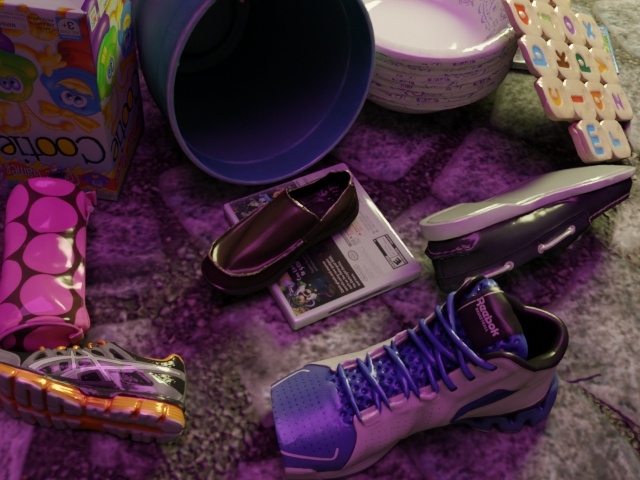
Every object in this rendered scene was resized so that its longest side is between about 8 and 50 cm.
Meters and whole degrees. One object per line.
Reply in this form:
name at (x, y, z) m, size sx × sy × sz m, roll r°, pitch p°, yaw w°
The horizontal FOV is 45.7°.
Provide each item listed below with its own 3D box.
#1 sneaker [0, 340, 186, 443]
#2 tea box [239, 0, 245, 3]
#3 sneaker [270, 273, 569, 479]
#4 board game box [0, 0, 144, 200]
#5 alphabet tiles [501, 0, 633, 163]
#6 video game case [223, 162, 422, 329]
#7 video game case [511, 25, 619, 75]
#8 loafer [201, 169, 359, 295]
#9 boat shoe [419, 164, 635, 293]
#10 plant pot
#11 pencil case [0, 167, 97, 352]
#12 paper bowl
sneaker at (-0.234, 0.138, 0.751) m, size 0.214 × 0.084 × 0.083 m, roll 15°, pitch 51°, yaw -7°
tea box at (-0.044, -0.551, 1.148) m, size 0.328 × 0.324 × 0.220 m, roll -12°, pitch 54°, yaw -14°
sneaker at (0.105, 0.116, 0.734) m, size 0.315 × 0.182 × 0.127 m, roll -10°, pitch 52°, yaw -13°
board game box at (-0.299, -0.194, 0.874) m, size 0.144 × 0.275 × 0.142 m, roll 7°, pitch 52°, yaw 0°
alphabet tiles at (0.337, -0.237, 1.027) m, size 0.278 × 0.021 × 0.284 m, roll -11°, pitch 79°, yaw -48°
video game case at (0.000, 0.000, 0.916) m, size 0.173 × 0.022 × 0.190 m, roll -21°, pitch 58°, yaw -21°
video game case at (0.376, -0.305, 1.196) m, size 0.166 × 0.015 × 0.119 m, roll 6°, pitch 51°, yaw -1°
loafer at (-0.044, -0.022, 0.863) m, size 0.080 × 0.078 × 0.220 m, roll 40°, pitch 59°, yaw 22°
boat shoe at (0.256, -0.020, 0.918) m, size 0.302 × 0.091 × 0.114 m, roll -17°, pitch 12°, yaw -17°
plant pot at (-0.112, -0.250, 0.960) m, size 0.271 × 0.272 × 0.255 m, roll -23°, pitch 44°, yaw -22°
pencil case at (-0.294, 0.027, 0.824) m, size 0.098 × 0.095 × 0.209 m, roll 3°, pitch 53°, yaw -19°
paper bowl at (0.135, -0.292, 1.077) m, size 0.284 × 0.148 × 0.284 m, roll 3°, pitch 52°, yaw -4°
